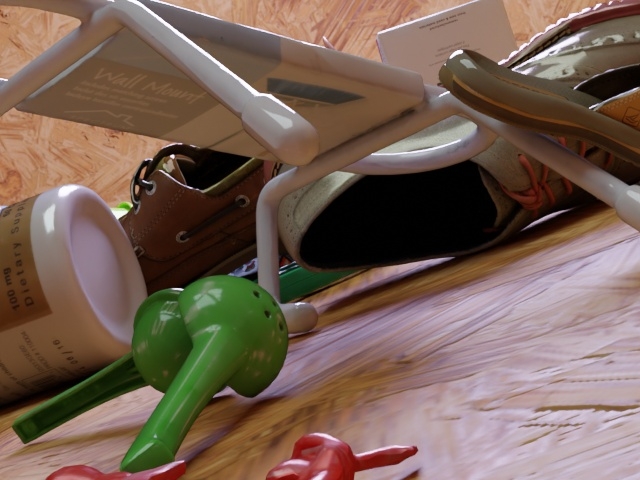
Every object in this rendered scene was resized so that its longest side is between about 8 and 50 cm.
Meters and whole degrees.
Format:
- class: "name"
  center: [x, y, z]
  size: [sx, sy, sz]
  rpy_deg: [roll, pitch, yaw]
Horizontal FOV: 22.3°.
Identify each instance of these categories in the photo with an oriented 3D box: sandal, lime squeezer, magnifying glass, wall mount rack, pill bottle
- class: "sandal"
  center: [0.145, -0.063, 0.754]
  size: [0.180, 0.049, 0.072]
  rpy_deg: [18, 13, -5]
- class: "lime squeezer"
  center: [-0.069, 0.066, 0.736]
  size: [0.110, 0.059, 0.310]
  rpy_deg: [-55, 13, -14]
- class: "magnifying glass"
  center: [-0.030, 0.036, 1.122]
  size: [0.092, 0.026, 0.231]
  rpy_deg: [-20, 1, 28]
- class: "wall mount rack"
  center: [-0.018, -0.038, 0.763]
  size: [0.350, 0.130, 0.304]
  rpy_deg: [9, -20, -36]
- class: "pill bottle"
  center: [-0.249, 0.057, 1.142]
  size: [0.229, 0.131, 0.131]
  rpy_deg: [-20, 3, 15]

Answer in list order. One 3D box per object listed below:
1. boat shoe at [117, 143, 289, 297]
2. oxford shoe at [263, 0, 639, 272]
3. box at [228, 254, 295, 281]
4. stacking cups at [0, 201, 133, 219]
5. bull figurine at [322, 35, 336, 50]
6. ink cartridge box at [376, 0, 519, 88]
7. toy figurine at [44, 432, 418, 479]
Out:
- class: "boat shoe"
  center: [-0.100, -0.025, 1.222]
  size: [0.307, 0.104, 0.111]
  rpy_deg: [-27, 32, 3]
- class: "oxford shoe"
  center: [0.138, -0.050, 0.994]
  size: [0.348, 0.123, 0.130]
  rpy_deg: [-19, 29, 7]
- class: "box"
  center: [-0.057, 0.006, 1.308]
  size: [0.137, 0.027, 0.094]
  rpy_deg: [-18, 39, 44]
- class: "stacking cups"
  center: [-0.267, 0.007, 1.472]
  size: [0.316, 0.096, 0.096]
  rpy_deg: [2, -6, -24]
- class: "bull figurine"
  center: [-0.024, -0.093, 1.766]
  size: [0.310, 0.101, 0.188]
  rpy_deg: [-41, -24, 18]
- class: "ink cartridge box"
  center: [0.140, -0.138, 1.604]
  size: [0.127, 0.176, 0.128]
  rpy_deg: [-18, 4, 2]
- class: "toy figurine"
  center: [-0.178, 0.025, 0.467]
  size: [0.362, 0.217, 0.191]
  rpy_deg: [-18, 4, 34]
